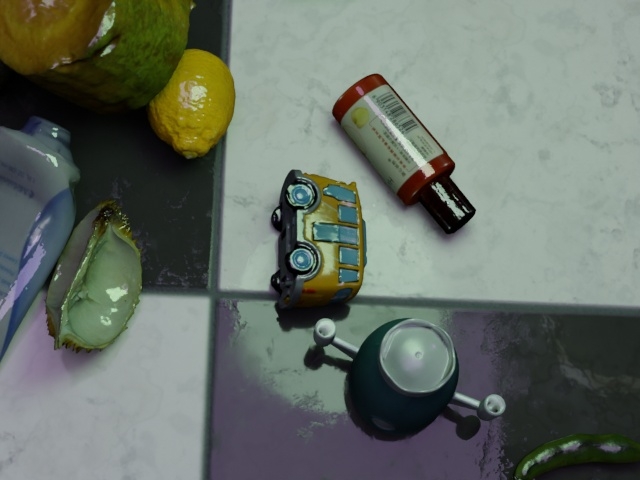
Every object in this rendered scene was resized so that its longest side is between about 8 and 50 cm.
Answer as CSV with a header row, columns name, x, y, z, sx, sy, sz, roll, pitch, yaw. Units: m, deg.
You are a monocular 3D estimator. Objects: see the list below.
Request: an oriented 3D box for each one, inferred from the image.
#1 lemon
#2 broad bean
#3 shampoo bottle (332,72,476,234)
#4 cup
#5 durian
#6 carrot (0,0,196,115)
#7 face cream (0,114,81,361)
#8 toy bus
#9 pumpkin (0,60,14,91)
name,x,y,z,sx,sy,sz,roll,pitch,yaw
lemon,-0.203,-0.214,1.857,0.142,0.142,0.187,4,68,-5
broad bean,0.380,0.327,1.781,0.227,0.039,0.069,-16,67,-10
shampoo bottle,0.140,-0.131,1.881,0.104,0.104,0.278,-35,77,-16
cup,0.128,0.189,1.732,0.300,0.173,0.167,24,71,2
durian,-0.333,0.060,1.748,0.144,0.139,0.252,26,70,-1
carrot,-0.329,-0.316,1.776,0.241,0.341,0.241,-4,80,26
face cream,-0.503,0.003,1.781,0.235,0.137,0.420,28,82,2
toy bus,0.000,0.000,1.813,0.136,0.126,0.209,4,70,-14
pumpkin,-0.562,-0.399,1.834,0.325,0.242,0.232,42,80,4
